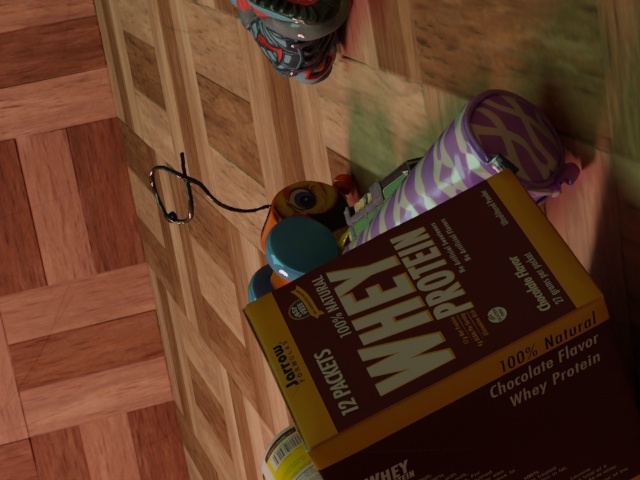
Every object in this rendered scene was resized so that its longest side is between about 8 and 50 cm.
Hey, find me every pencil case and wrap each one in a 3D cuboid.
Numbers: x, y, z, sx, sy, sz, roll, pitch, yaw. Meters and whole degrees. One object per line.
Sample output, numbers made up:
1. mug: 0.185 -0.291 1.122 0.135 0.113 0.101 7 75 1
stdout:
1. pencil case: 0.091 -0.016 1.015 0.206 0.088 0.086 -50 8 47

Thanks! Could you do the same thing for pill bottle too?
1. pill bottle: 0.016 0.298 1.648 0.215 0.117 0.117 -129 29 -61

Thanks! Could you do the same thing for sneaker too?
1. sneaker: -0.010 -0.207 1.375 0.125 0.104 0.262 63 175 -19

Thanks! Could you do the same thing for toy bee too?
1. toy bee: 0.000 0.000 1.429 0.298 0.162 0.195 57 145 1

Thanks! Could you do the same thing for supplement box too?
1. supplement box: 0.085 0.098 0.924 0.194 0.191 0.129 63 179 -43

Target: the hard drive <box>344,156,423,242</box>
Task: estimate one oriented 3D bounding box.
1. hard drive: 0.111 0.111 1.206 0.237 0.064 0.339 141 114 -75
